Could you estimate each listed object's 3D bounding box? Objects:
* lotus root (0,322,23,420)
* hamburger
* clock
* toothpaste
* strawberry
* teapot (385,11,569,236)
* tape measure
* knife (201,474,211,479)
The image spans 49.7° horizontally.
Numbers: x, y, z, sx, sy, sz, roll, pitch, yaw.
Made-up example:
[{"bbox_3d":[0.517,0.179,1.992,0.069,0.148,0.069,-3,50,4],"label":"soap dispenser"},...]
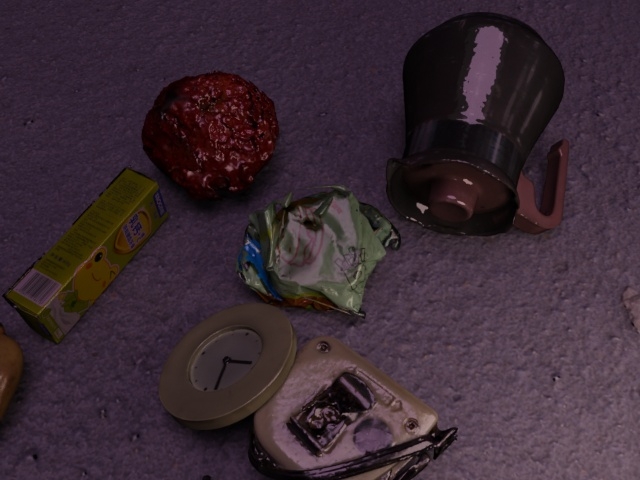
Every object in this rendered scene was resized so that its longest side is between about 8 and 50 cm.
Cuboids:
[{"bbox_3d":[-0.542,0.212,1.097,0.125,0.118,0.221,12,58,-12],"label":"lotus root"},{"bbox_3d":[-0.002,-0.008,1.220,0.260,0.150,0.276,22,58,13],"label":"hamburger"},{"bbox_3d":[-0.146,0.193,1.094,0.235,0.029,0.235,-18,36,14],"label":"clock"},{"bbox_3d":[-0.403,0.022,1.223,0.077,0.110,0.327,25,60,18],"label":"toothpaste"},{"bbox_3d":[-0.212,-0.216,1.319,0.274,0.220,0.274,-2,57,4],"label":"strawberry"},{"bbox_3d":[0.303,-0.187,1.286,0.376,0.305,0.361,27,65,-17],"label":"teapot"},{"bbox_3d":[0.034,0.295,1.030,0.271,0.133,0.231,34,62,18],"label":"tape measure"},{"bbox_3d":[-0.173,0.406,1.021,0.031,0.018,0.121,-3,55,6],"label":"knife"}]
